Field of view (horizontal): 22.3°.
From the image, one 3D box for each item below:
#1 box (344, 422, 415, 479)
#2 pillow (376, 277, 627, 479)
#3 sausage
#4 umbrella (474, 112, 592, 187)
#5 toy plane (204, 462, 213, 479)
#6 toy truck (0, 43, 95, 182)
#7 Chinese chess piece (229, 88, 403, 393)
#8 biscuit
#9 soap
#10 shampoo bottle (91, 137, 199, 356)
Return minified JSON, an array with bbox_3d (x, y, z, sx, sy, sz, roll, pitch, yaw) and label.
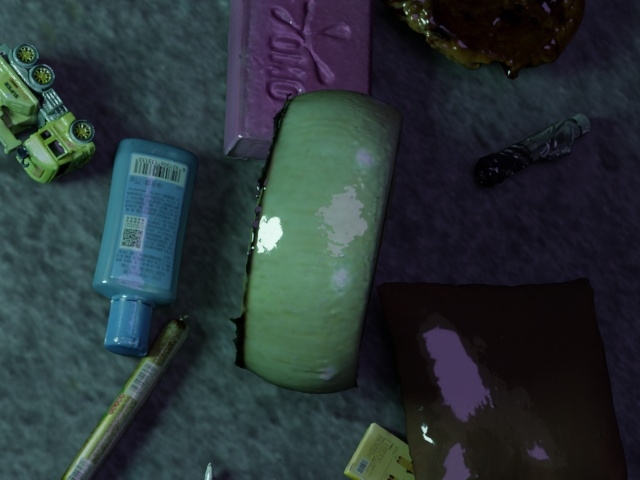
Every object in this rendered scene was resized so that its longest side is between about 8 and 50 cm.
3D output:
[{"bbox_3d":[0.106,0.292,1.982,0.149,0.020,0.073,35,65,-6],"label":"box"},{"bbox_3d":[0.228,0.196,2.000,0.305,0.108,0.308,-1,71,-23],"label":"pillow"},{"bbox_3d":[-0.226,0.193,1.889,0.033,0.033,0.269,35,66,-6],"label":"sausage"},{"bbox_3d":[0.284,-0.117,2.156,0.188,0.046,0.050,-26,88,-29],"label":"umbrella"},{"bbox_3d":[-0.132,0.302,1.893,0.077,0.024,0.084,8,65,-16],"label":"toy plane"},{"bbox_3d":[-0.351,-0.147,1.924,0.100,0.077,0.169,-35,89,-27],"label":"toy truck"},{"bbox_3d":[0.000,0.000,1.856,0.146,0.349,0.349,11,70,3],"label":"Chinese chess piece"},{"bbox_3d":[0.204,-0.364,2.183,0.334,0.081,0.289,31,66,-12],"label":"biscuit"},{"bbox_3d":[-0.027,-0.223,2.057,0.181,0.081,0.259,8,72,-17],"label":"soap"},{"bbox_3d":[-0.213,0.010,1.933,0.103,0.061,0.259,13,70,-16],"label":"shampoo bottle"}]
